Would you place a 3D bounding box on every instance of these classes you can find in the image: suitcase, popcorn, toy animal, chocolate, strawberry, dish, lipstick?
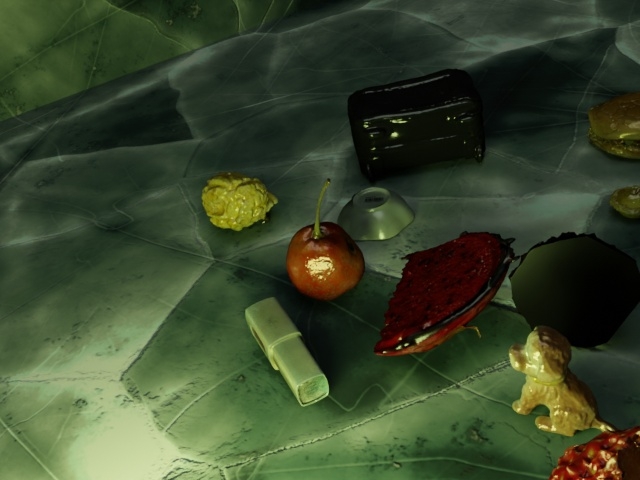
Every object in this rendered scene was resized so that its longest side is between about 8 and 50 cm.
[{"bbox_3d":[0.251,-0.322,2.034,0.345,0.188,0.339,-12,30,6],"label":"suitcase"},{"bbox_3d":[-0.203,-0.100,1.893,0.180,0.170,0.180,-25,32,17],"label":"popcorn"},{"bbox_3d":[0.394,0.224,1.208,0.184,0.185,0.104,19,45,38],"label":"toy animal"},{"bbox_3d":[0.464,0.060,1.409,0.206,0.224,0.177,29,30,7],"label":"chocolate"},{"bbox_3d":[0.417,0.359,1.063,0.234,0.234,0.178,-35,12,-27],"label":"strawberry"},{"bbox_3d":[0.126,-0.078,1.818,0.191,0.066,0.190,-9,36,7],"label":"dish"},{"bbox_3d":[-0.064,0.212,1.473,0.077,0.079,0.253,-23,38,-15],"label":"lipstick"}]

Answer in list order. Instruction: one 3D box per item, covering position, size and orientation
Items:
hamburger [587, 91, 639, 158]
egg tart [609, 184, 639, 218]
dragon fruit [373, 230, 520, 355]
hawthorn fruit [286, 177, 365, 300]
[{"bbox_3d":[0.763,-0.279,1.854,0.214,0.108,0.213,-11,31,7],"label":"hamburger"},{"bbox_3d":[0.680,-0.079,1.655,0.105,0.039,0.105,-9,35,7],"label":"egg tart"},{"bbox_3d":[0.256,0.103,1.456,0.282,0.100,0.343,-27,20,35],"label":"dragon fruit"},{"bbox_3d":[0.000,0.000,1.566,0.165,0.285,0.165,-6,46,6],"label":"hawthorn fruit"}]
